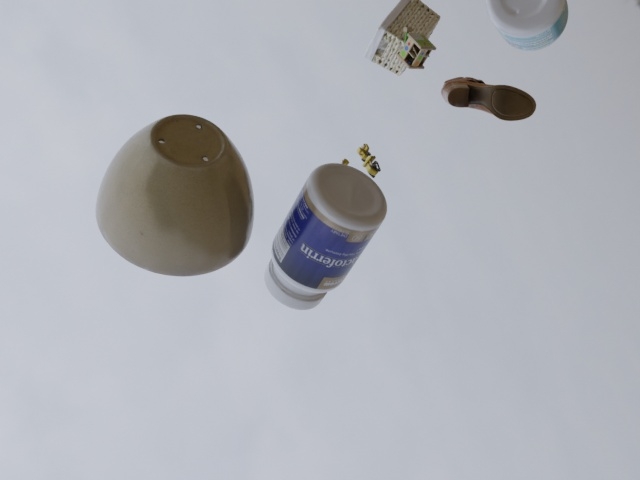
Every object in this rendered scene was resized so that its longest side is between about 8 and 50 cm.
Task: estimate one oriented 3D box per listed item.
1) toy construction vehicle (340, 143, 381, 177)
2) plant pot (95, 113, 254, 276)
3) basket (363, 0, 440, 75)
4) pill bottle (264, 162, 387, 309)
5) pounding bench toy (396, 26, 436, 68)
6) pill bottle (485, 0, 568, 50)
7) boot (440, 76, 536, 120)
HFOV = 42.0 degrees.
[{"bbox_3d":[0.081,-0.159,1.782,0.035,0.086,0.098,20,-141,-33],"label":"toy construction vehicle"},{"bbox_3d":[-0.242,-0.107,1.453,0.284,0.191,0.284,9,-132,-10],"label":"plant pot"},{"bbox_3d":[0.195,-0.484,1.971,0.103,0.113,0.167,35,-125,2],"label":"basket"},{"bbox_3d":[0.000,0.000,1.518,0.153,0.265,0.153,17,-137,-16],"label":"pill bottle"},{"bbox_3d":[0.202,-0.428,1.856,0.052,0.065,0.083,-9,-127,-41],"label":"pounding bench toy"},{"bbox_3d":[0.414,-0.458,1.651,0.146,0.146,0.264,61,-162,7],"label":"pill bottle"},{"bbox_3d":[0.359,-0.316,1.800,0.197,0.073,0.152,11,-160,0],"label":"boot"}]
